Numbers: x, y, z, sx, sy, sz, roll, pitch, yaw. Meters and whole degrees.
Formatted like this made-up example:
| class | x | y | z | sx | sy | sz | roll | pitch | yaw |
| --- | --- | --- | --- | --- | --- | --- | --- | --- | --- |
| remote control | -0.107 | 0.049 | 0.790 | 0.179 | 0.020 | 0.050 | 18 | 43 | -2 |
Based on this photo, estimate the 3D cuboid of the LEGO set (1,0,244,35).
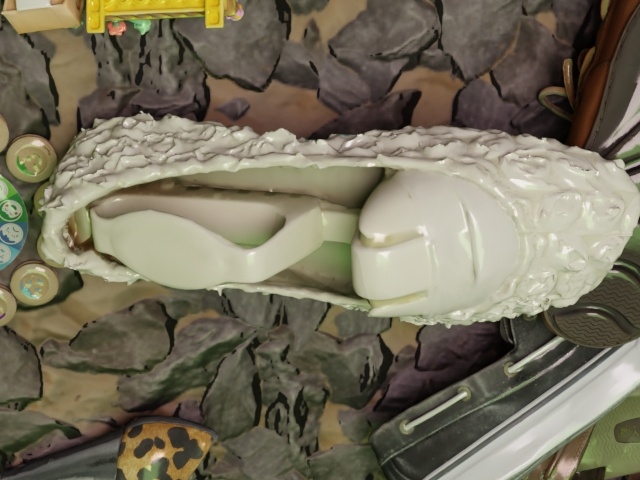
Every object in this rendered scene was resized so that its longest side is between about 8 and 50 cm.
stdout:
| class | x | y | z | sx | sy | sz | roll | pitch | yaw |
| --- | --- | --- | --- | --- | --- | --- | --- | --- | --- |
| LEGO set | -0.065 | -0.197 | 0.746 | 0.287 | 0.107 | 0.132 | -36 | 83 | 12 |

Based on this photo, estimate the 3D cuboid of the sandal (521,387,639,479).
| class | x | y | z | sx | sy | sz | roll | pitch | yaw |
| --- | --- | --- | --- | --- | --- | --- | --- | --- | --- |
| sandal | 0.220 | 0.190 | 0.983 | 0.303 | 0.086 | 0.120 | -15 | 118 | -4 |

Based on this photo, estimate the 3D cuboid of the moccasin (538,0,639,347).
| class | x | y | z | sx | sy | sz | roll | pitch | yaw |
| --- | --- | --- | --- | --- | --- | --- | --- | --- | --- |
| moccasin | 0.239 | -0.107 | 0.802 | 0.139 | 0.147 | 0.380 | 8 | 102 | -2 |

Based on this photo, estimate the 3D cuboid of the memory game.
| class | x | y | z | sx | sy | sz | roll | pitch | yaw |
| --- | --- | --- | --- | --- | --- | --- | --- | --- | --- |
| memory game | -0.268 | -0.013 | 0.824 | 0.186 | 0.012 | 0.186 | -5 | 117 | -9 |

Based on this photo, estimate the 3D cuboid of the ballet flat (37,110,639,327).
| class | x | y | z | sx | sy | sz | roll | pitch | yaw |
| --- | --- | --- | --- | --- | --- | --- | --- | --- | --- |
| ballet flat | 0.000 | 0.000 | 0.738 | 0.409 | 0.147 | 0.147 | 4 | 118 | 13 |

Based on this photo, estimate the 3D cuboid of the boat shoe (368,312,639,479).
| class | x | y | z | sx | sy | sz | roll | pitch | yaw |
| --- | --- | --- | --- | --- | --- | --- | --- | --- | --- |
| boat shoe | 0.185 | 0.101 | 0.909 | 0.335 | 0.119 | 0.121 | -36 | 163 | -4 |

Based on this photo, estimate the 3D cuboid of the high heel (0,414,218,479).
| class | x | y | z | sx | sy | sz | roll | pitch | yaw |
| --- | --- | --- | --- | --- | --- | --- | --- | --- | --- |
| high heel | -0.139 | 0.276 | 0.945 | 0.186 | 0.093 | 0.261 | -19 | 110 | 6 |
